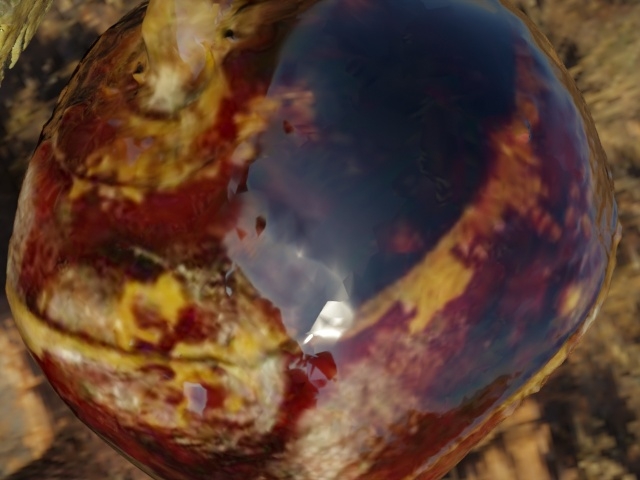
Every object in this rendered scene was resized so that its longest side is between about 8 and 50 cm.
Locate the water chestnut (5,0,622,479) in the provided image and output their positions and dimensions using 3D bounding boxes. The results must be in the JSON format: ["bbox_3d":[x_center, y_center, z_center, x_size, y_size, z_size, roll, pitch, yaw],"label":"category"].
[{"bbox_3d":[0.000,0.000,0.669,0.238,0.224,0.223,38,49,-53],"label":"water chestnut"}]

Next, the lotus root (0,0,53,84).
[{"bbox_3d":[-0.180,-0.119,0.892,0.070,0.144,0.143,33,70,-6],"label":"lotus root"}]
